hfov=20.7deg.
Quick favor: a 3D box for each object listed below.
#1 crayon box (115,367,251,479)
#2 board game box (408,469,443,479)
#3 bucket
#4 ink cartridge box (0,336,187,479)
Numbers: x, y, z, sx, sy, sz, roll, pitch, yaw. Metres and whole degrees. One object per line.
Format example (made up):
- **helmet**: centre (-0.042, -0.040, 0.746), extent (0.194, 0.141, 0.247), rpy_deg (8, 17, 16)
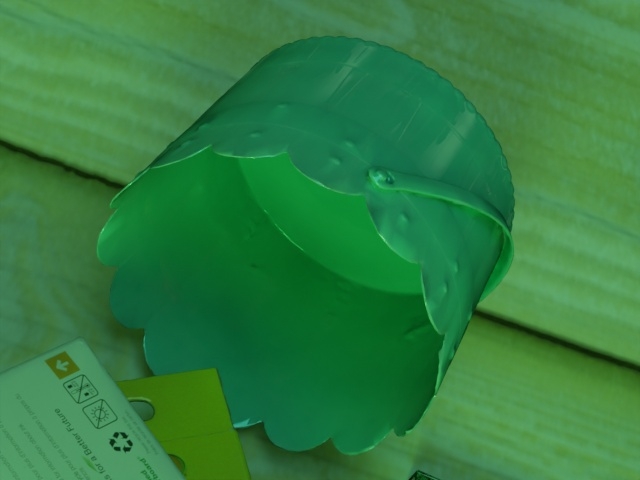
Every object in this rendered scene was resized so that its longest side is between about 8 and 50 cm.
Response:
- **crayon box**: centre (-0.127, 0.251, 1.182), extent (0.202, 0.081, 0.319), rpy_deg (-5, 60, -21)
- **board game box**: centre (0.170, 0.279, 1.304), extent (0.259, 0.030, 0.136), rpy_deg (23, 58, -5)
- **bucket**: centre (0.000, 0.000, 1.270), extent (0.281, 0.281, 0.183), rpy_deg (34, 47, 3)
- **ink cartridge box**: centre (-0.186, 0.237, 1.057), extent (0.307, 0.072, 0.304), rpy_deg (-25, 70, -38)
